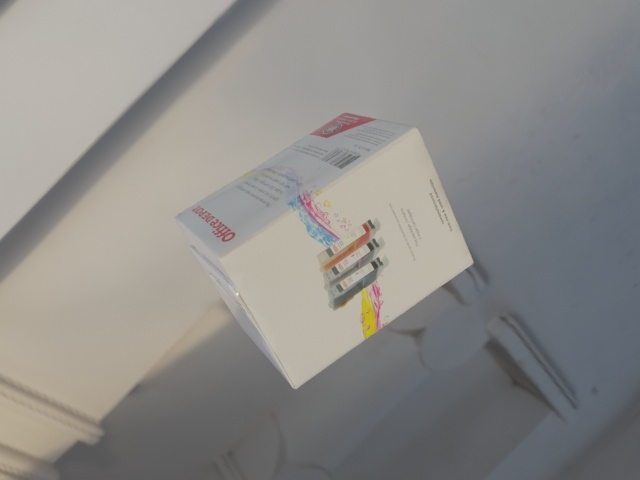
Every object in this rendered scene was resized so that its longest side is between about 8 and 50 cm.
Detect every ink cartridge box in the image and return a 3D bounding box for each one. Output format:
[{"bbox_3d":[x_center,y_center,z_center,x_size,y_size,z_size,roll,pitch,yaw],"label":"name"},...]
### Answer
[{"bbox_3d":[0.000,0.000,0.578,0.127,0.176,0.128,64,166,-25],"label":"ink cartridge box"}]
